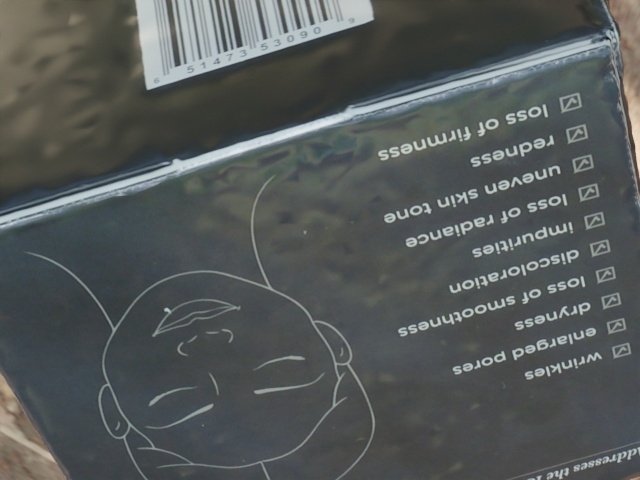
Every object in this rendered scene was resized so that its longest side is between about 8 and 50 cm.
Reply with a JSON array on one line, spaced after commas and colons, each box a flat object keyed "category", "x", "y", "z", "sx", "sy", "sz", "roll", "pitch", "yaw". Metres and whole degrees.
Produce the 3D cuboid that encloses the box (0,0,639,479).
[{"category": "box", "x": 0.000, "y": 0.000, "z": 1.368, "sx": 0.480, "sy": 0.472, "sz": 0.297, "roll": -16, "pitch": 43, "yaw": 4}]
